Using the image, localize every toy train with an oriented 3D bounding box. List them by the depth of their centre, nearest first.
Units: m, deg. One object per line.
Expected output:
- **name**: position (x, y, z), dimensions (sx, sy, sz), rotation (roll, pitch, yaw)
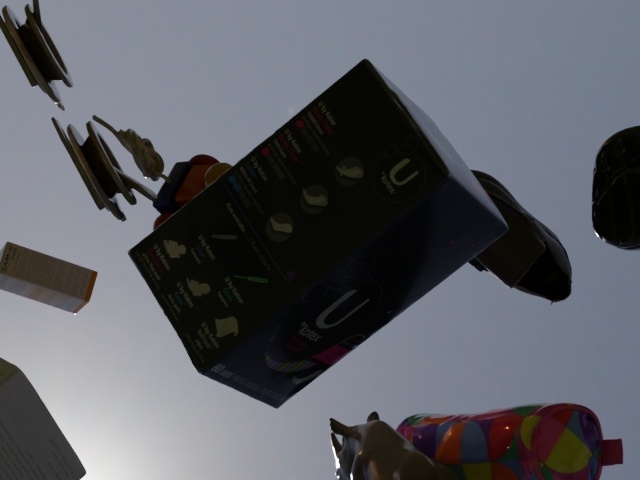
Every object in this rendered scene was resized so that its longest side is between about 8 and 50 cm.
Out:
- **toy train**: position (-0.099, -0.056, 1.708), dimensions (0.143, 0.248, 0.105), rotation (-21, -147, 44)

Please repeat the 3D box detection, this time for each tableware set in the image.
- **tableware set**: position (-0.192, -0.107, 1.377), dimensions (0.039, 0.194, 0.128), rotation (-29, 176, 0)

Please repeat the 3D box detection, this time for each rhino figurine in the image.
- **rhino figurine**: position (0.067, 0.226, 1.628), dimensions (0.073, 0.106, 0.243), rotation (-11, -160, -23)

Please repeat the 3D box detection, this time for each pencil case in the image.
- **pencil case**: position (0.166, 0.203, 1.628), dimensions (0.104, 0.104, 0.236), rotation (-34, -166, -33)

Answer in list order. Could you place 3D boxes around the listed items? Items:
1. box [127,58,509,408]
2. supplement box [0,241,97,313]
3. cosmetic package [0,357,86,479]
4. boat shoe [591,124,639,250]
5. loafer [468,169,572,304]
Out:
- **box**: position (0.000, 0.000, 1.507), dimensions (0.270, 0.165, 0.143), rotation (-39, -117, 10)
- **supplement box**: position (-0.284, 0.038, 1.776), dimensions (0.098, 0.062, 0.036), rotation (20, -110, -16)
- **cosmetic package**: position (-0.366, 0.215, 1.713), dimensions (0.183, 0.151, 0.151), rotation (-42, -144, -24)
- **boat shoe**: position (0.338, -0.043, 1.292), dimensions (0.120, 0.122, 0.324), rotation (10, 177, -29)
- **loafer**: position (0.181, -0.001, 1.687), dimensions (0.080, 0.220, 0.078), rotation (-52, -136, 14)
